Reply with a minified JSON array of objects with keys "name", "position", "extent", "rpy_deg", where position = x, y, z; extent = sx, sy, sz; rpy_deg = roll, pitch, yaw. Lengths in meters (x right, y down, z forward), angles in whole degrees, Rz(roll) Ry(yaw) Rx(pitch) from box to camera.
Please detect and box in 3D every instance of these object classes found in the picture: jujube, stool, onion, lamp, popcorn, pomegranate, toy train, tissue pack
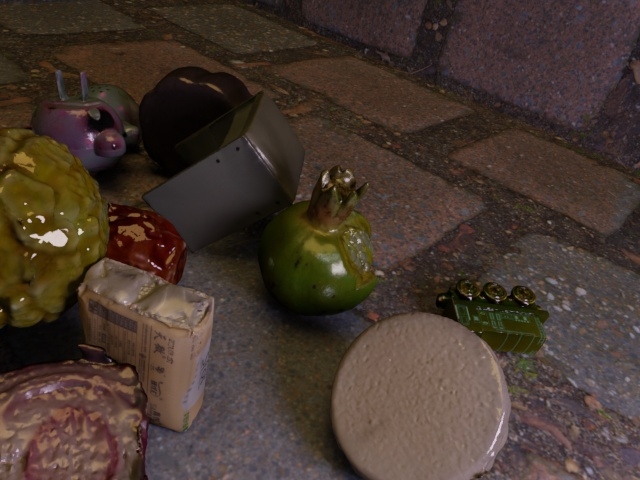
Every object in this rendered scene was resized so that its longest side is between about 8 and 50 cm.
[{"name":"jujube","position":[-0.367,0.017,0.969],"extent":[0.250,0.174,0.174],"rpy_deg":[16,35,3]},{"name":"stool","position":[-0.191,-0.148,1.150],"extent":[0.269,0.170,0.244],"rpy_deg":[-25,29,21]},{"name":"onion","position":[-0.329,0.286,0.617],"extent":[0.279,0.146,0.314],"rpy_deg":[-1,45,-20]},{"name":"lamp","position":[-0.546,-0.288,1.287],"extent":[0.247,0.248,0.301],"rpy_deg":[7,30,-1]},{"name":"popcorn","position":[-0.428,-0.011,0.753],"extent":[0.281,0.282,0.247],"rpy_deg":[2,2,-15]},{"name":"pomegranate","position":[0.000,0.000,0.996],"extent":[0.235,0.302,0.236],"rpy_deg":[4,43,-3]},{"name":"toy train","position":[0.342,0.155,1.074],"extent":[0.225,0.090,0.137],"rpy_deg":[7,42,-8]},{"name":"tissue pack","position":[-0.247,0.150,0.770],"extent":[0.186,0.222,0.090],"rpy_deg":[18,33,9]}]

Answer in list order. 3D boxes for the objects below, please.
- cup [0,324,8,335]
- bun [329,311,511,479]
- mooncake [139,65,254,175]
[{"name":"cup","position":[-0.576,0.132,0.798],"extent":[0.176,0.131,0.155],"rpy_deg":[0,22,28]},{"name":"bun","position":[0.157,0.254,0.813],"extent":[0.263,0.175,0.263],"rpy_deg":[-12,57,19]},{"name":"mooncake","position":[-0.277,-0.274,1.323],"extent":[0.305,0.306,0.154],"rpy_deg":[14,34,2]}]
